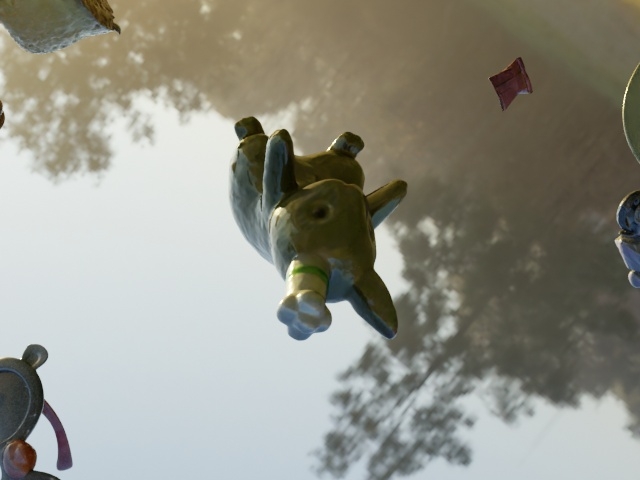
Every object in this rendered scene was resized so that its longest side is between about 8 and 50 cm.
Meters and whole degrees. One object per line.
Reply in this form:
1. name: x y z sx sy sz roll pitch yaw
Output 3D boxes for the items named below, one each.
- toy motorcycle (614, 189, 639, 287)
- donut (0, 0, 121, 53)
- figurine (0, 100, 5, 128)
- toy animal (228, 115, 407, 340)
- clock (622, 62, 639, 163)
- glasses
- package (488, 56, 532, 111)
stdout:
1. toy motorcycle: 0.517 0.002 1.741 0.225 0.152 0.073 5 -159 -31
2. donut: -0.475 -0.457 1.758 0.378 0.163 0.435 61 -179 16
3. figurine: -0.514 -0.197 1.597 0.157 0.126 0.114 54 -132 -2
4. toy animal: 0.004 -0.019 1.321 0.181 0.180 0.363 14 -165 -24
5. clock: 0.460 -0.149 1.303 0.235 0.235 0.029 43 -176 32
6. glasses: -0.253 0.251 1.174 0.234 0.118 0.268 64 -178 26
7. package: 0.288 -0.236 1.757 0.029 0.083 0.059 -7 112 51
